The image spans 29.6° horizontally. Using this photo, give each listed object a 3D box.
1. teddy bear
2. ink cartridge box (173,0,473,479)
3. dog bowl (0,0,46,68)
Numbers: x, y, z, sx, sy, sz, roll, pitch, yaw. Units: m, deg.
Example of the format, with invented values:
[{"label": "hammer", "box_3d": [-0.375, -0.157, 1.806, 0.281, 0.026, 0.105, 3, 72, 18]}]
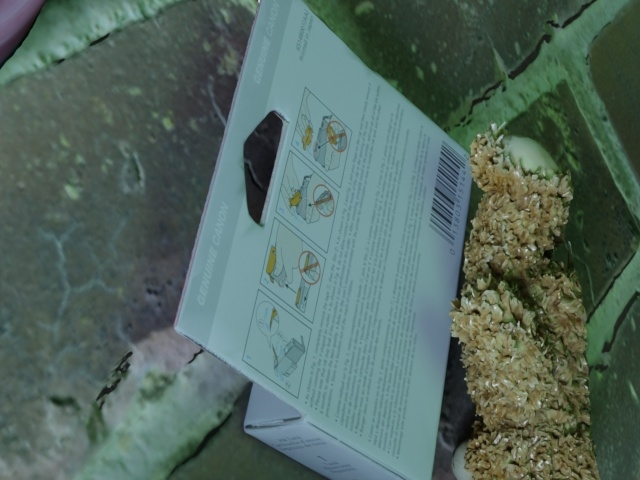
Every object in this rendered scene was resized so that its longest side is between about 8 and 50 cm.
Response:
[{"label": "teddy bear", "box_3d": [0.151, 0.073, 0.952, 0.245, 0.113, 0.338, -60, 144, -75]}, {"label": "ink cartridge box", "box_3d": [0.000, 0.000, 0.869, 0.261, 0.066, 0.296, 37, 51, -36]}, {"label": "dog bowl", "box_3d": [-0.286, -0.209, 0.552, 0.408, 0.150, 0.408, 20, 62, -44]}]
